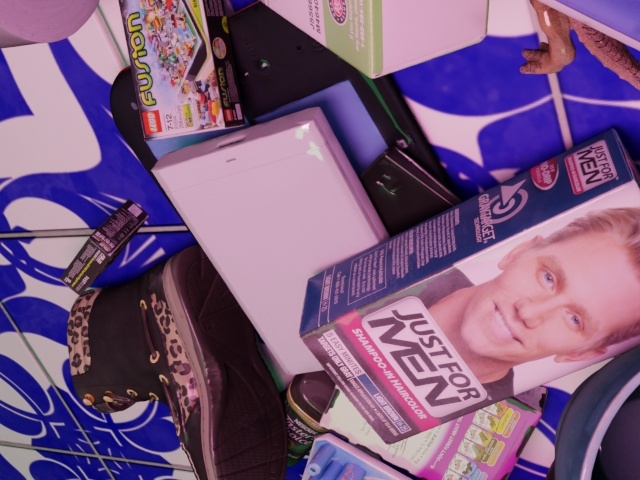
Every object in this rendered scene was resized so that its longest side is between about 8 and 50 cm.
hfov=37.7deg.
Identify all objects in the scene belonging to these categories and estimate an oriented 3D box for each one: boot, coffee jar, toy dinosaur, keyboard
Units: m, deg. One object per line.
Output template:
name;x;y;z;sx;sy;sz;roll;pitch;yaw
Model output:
boot;-0.206;0.210;1.289;0.284;0.138;0.377;-13;94;42
coffee jar;-0.023;0.240;1.302;0.096;0.079;0.184;38;136;-2
toy dinosaur;0.188;-0.236;0.668;0.127;0.295;0.200;-8;166;8
keyboard;0.000;0.000;1.048;0.202;0.033;0.317;36;131;-10

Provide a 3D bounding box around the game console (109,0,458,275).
game console;-0.032;-0.071;1.058;0.342;0.060;0.386;-14;119;39

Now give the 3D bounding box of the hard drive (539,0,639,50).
hard drive;0.268;-0.215;0.606;0.319;0.040;0.210;22;97;-14

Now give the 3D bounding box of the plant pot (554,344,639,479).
plant pot;0.321;0.202;0.811;0.272;0.271;0.255;36;178;0

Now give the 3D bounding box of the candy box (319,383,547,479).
candy box;0.135;0.204;1.146;0.233;0.071;0.159;26;114;9

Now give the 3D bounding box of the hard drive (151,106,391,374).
hard drive;-0.022;0.015;1.022;0.203;0.040;0.307;-13;122;29

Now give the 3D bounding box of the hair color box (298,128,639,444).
hair color box;0.170;0.056;0.919;0.347;0.105;0.174;-27;116;21

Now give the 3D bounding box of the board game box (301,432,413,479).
board game box;0.120;0.473;1.234;0.390;0.050;0.390;27;132;13

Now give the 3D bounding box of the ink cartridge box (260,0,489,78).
ink cartridge box;0.005;-0.277;0.725;0.273;0.115;0.198;43;148;43

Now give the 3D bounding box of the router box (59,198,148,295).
router box;-0.291;0.010;1.259;0.038;0.092;0.122;41;136;-6

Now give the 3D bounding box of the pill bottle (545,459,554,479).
pill bottle;0.375;0.334;1.109;0.219;0.123;0.123;43;136;-8

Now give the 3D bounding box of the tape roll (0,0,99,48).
tape roll;-0.306;-0.300;0.912;0.072;0.219;0.219;2;127;28

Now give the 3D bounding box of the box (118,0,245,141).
box;-0.148;-0.211;0.964;0.114;0.036;0.206;-5;99;34
